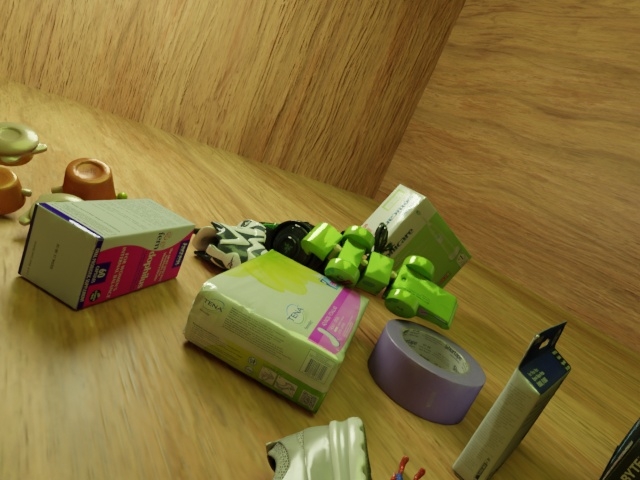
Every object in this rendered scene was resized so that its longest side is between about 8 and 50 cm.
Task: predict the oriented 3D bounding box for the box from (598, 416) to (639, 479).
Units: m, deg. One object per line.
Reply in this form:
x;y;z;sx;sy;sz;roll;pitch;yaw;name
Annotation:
0.583;0.293;0.688;0.293;0.296;0.073;7;23;-47;box

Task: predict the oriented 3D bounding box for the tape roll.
0.184;0.224;0.738;0.189;0.080;0.189;22;15;-6;tape roll

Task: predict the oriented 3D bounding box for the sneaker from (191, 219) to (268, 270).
-0.205;-0.006;0.915;0.153;0.094;0.235;27;22;-24;sneaker

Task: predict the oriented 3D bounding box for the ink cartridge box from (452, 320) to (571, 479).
0.301;0.229;0.610;0.045;0.224;0.223;34;18;36;ink cartridge box

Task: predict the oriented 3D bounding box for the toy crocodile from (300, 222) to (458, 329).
0.116;0.071;0.840;0.340;0.105;0.115;27;58;1;toy crocodile

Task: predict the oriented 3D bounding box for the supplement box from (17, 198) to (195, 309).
-0.315;0.008;0.652;0.114;0.111;0.220;27;15;11;supplement box

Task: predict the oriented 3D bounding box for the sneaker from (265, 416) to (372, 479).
-0.013;0.262;0.312;0.115;0.105;0.281;-9;17;7;sneaker

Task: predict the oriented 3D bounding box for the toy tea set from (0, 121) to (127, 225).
-0.537;-0.096;0.753;0.336;0.124;0.200;26;43;-5;toy tea set

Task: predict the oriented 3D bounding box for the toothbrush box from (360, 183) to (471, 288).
0.252;0.022;1.150;0.283;0.206;0.122;41;2;-36;toothbrush box

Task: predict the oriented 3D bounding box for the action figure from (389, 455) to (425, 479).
0.091;0.285;0.471;0.038;0.030;0.115;34;18;18;action figure

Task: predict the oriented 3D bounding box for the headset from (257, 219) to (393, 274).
0.000;0.000;1.044;0.243;0.185;0.394;10;10;-43;headset

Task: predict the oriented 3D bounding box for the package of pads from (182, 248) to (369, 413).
-0.055;0.119;0.689;0.229;0.101;0.296;26;14;8;package of pads
